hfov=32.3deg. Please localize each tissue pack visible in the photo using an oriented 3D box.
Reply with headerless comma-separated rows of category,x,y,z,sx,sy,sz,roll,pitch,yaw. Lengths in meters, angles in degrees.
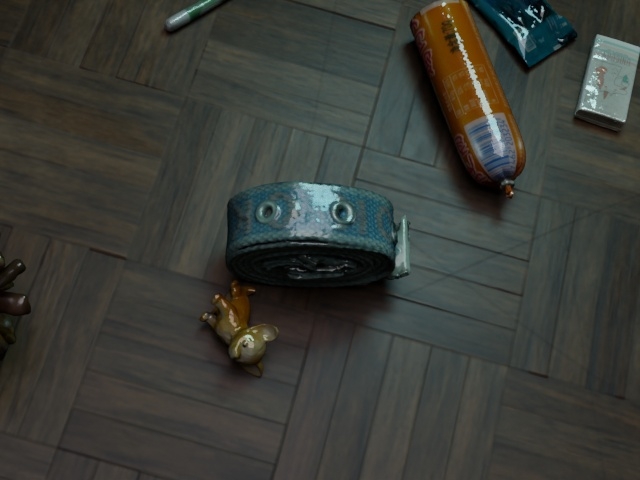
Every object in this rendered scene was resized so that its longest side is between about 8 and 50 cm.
tissue pack,0.229,-0.271,1.282,0.085,0.028,0.138,-33,70,-19
tissue pack,0.326,-0.179,1.252,0.056,0.023,0.108,19,65,2

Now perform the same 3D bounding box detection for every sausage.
sausage,0.165,-0.149,1.195,0.071,0.071,0.234,-12,67,-12

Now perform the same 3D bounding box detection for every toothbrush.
toothbrush,-0.074,-0.306,1.266,0.257,0.018,0.024,-36,81,-21

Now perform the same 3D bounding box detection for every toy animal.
toy animal,-0.072,0.086,1.076,0.083,0.060,0.081,44,32,13

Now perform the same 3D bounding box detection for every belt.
belt,-0.009,0.000,1.070,0.163,0.147,0.082,-9,68,20

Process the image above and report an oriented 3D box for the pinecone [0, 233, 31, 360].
pinecone,-0.411,0.050,0.957,0.309,0.244,0.244,11,65,-14
